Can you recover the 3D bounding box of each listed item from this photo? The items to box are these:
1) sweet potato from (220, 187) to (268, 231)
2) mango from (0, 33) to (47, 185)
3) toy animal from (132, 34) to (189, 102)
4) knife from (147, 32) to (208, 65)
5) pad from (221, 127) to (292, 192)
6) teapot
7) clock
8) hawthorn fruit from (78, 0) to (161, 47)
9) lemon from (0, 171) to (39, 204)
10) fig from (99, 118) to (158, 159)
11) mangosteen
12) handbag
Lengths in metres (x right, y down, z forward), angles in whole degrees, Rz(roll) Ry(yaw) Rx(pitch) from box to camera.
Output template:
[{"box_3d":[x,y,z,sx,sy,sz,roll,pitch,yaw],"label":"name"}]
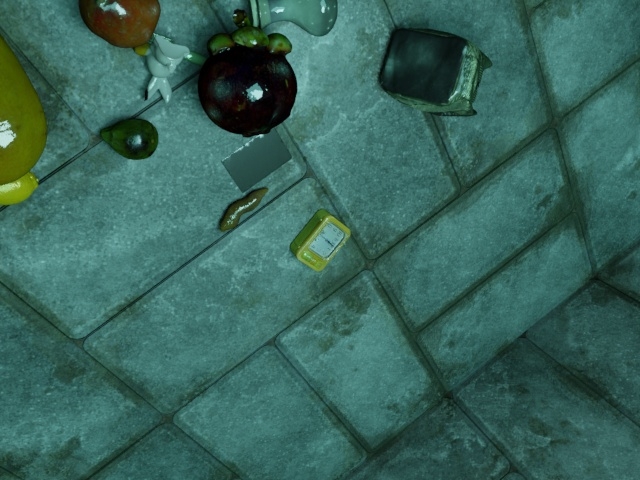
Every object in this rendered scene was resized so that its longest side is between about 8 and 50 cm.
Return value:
[{"box_3d":[-0.265,-0.113,1.840,0.218,0.051,0.065,-43,121,-2],"label":"sweet potato"},{"box_3d":[-0.854,-0.352,1.320,0.300,0.232,0.445,-16,107,-18],"label":"mango"},{"box_3d":[-0.461,-0.487,1.526,0.131,0.182,0.127,8,69,-32],"label":"toy animal"},{"box_3d":[-0.429,-0.557,1.556,0.293,0.020,0.043,13,110,-30],"label":"knife"},{"box_3d":[-0.211,-0.271,1.816,0.211,0.003,0.143,-35,125,-6],"label":"pad"},{"box_3d":[-0.082,-0.683,1.583,0.251,0.183,0.183,-11,119,-7],"label":"teapot"},{"box_3d":[0.000,0.000,2.002,0.143,0.096,0.202,35,95,-31],"label":"clock"},{"box_3d":[-0.516,-0.584,1.357,0.200,0.251,0.199,-1,107,-2],"label":"hawthorn fruit"},{"box_3d":[-0.860,-0.153,1.491,0.155,0.114,0.114,-12,119,-34],"label":"lemon"},{"box_3d":[-0.562,-0.298,1.581,0.156,0.123,0.123,10,115,11],"label":"fig"},{"box_3d":[-0.210,-0.451,1.554,0.311,0.311,0.311,-11,119,-21],"label":"mangosteen"},{"box_3d":[0.389,-0.545,1.792,0.240,0.341,0.247,1,110,-47],"label":"handbag"}]
